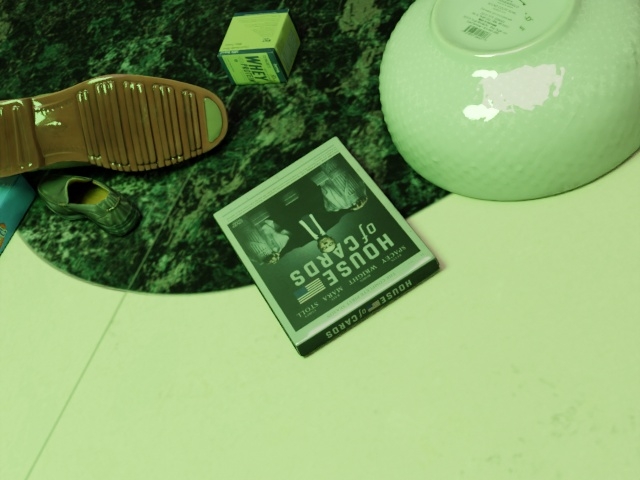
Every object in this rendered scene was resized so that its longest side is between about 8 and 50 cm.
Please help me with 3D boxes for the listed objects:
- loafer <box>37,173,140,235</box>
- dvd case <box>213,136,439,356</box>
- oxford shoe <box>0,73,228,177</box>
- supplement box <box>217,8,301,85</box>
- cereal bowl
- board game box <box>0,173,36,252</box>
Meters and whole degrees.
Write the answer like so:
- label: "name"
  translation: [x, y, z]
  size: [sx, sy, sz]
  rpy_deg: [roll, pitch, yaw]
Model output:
- label: "loafer"
  translation: [-0.303, -0.060, 1.386]
  size: [0.170, 0.061, 0.062]
  rpy_deg: [16, 62, 33]
- label: "dvd case"
  translation: [0.000, 0.000, 1.231]
  size: [0.179, 0.029, 0.239]
  rpy_deg: [-33, 47, -4]
- label: "oxford shoe"
  translation: [-0.291, -0.153, 1.420]
  size: [0.348, 0.123, 0.130]
  rpy_deg: [-2, 8, 1]
- label: "supplement box"
  translation: [-0.080, -0.258, 1.454]
  size: [0.083, 0.056, 0.083]
  rpy_deg: [0, 53, 23]
- label: "cereal bowl"
  translation: [0.221, -0.216, 1.237]
  size: [0.339, 0.141, 0.339]
  rpy_deg: [-11, 50, 13]
- label: "board game box"
  translation: [-0.490, 0.000, 1.427]
  size: [0.160, 0.047, 0.210]
  rpy_deg: [7, 56, 27]
